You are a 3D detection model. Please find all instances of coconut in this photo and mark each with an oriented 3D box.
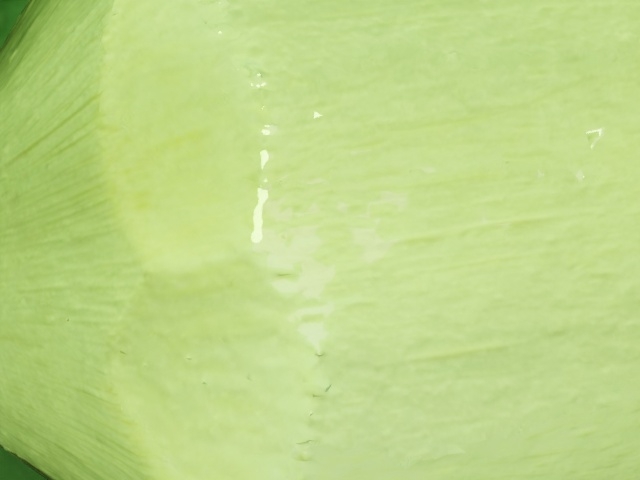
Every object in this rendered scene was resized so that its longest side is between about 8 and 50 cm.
[{"bbox_3d":[0.000,0.000,0.529,0.266,0.237,0.237,-3,96,-9],"label":"coconut"}]
